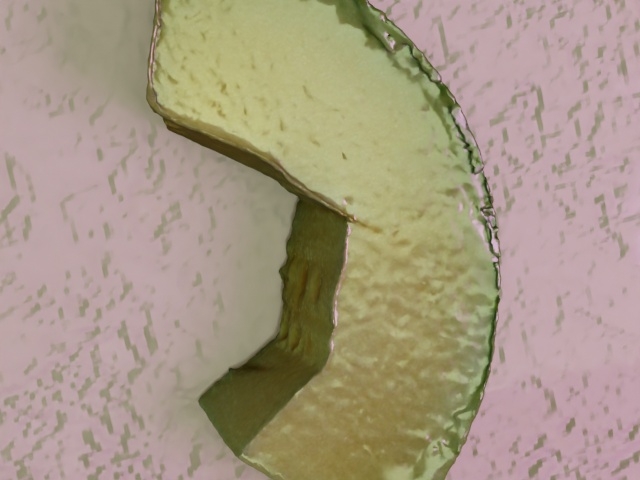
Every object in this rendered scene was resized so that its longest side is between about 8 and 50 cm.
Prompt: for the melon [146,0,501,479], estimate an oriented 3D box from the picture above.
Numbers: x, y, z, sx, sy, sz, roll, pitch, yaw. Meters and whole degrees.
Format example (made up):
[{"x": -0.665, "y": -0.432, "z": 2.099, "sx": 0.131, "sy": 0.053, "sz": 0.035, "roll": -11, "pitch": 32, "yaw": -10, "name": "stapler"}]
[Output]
[{"x": 0.000, "y": 0.000, "z": 0.491, "sx": 0.118, "sy": 0.064, "sz": 0.210, "roll": -1, "pitch": 99, "yaw": -4, "name": "melon"}]
